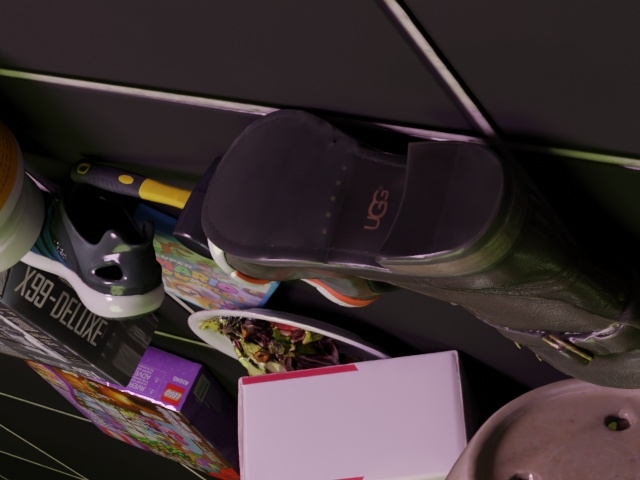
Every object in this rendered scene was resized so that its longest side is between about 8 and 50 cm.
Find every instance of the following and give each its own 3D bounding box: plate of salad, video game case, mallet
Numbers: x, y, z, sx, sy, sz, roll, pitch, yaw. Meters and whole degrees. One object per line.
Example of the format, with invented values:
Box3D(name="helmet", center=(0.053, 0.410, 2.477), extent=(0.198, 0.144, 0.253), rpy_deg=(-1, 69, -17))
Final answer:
Box3D(name="plate of salad", center=(-0.014, 0.101, 1.341), extent=(0.200, 0.048, 0.200), rpy_deg=(16, 164, 5))
Box3D(name="video game case", center=(-0.096, 0.023, 1.302), extent=(0.119, 0.015, 0.166), rpy_deg=(26, 162, -3))
Box3D(name="mallet", center=(-0.105, -0.041, 1.110), extent=(0.039, 0.062, 0.190), rpy_deg=(40, 172, -38))

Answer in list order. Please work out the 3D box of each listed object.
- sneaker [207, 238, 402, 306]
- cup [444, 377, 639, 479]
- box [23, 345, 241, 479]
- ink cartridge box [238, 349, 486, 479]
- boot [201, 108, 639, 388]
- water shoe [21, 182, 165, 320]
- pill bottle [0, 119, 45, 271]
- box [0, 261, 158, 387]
Box3D(name="sneaker", center=(0.000, 0.000, 1.035), extent=(0.065, 0.061, 0.158), rpy_deg=(-12, 161, 43))
Box3D(name="cup", center=(0.192, 0.231, 1.118), extent=(0.331, 0.331, 0.237), rpy_deg=(13, 133, 32))
Box3D(name="box", center=(-0.183, 0.173, 1.785), extent=(0.201, 0.057, 0.293), rpy_deg=(18, 162, 21))
Box3D(name="ink cartridge box", center=(0.047, 0.180, 1.333), extent=(0.172, 0.100, 0.237), rpy_deg=(-8, 155, 10))
Box3D(name="boot", center=(0.080, 0.021, 0.951), extent=(0.263, 0.091, 0.229), rpy_deg=(12, 165, 47))
Box3D(name="water shoe", center=(-0.175, -0.013, 1.239), extent=(0.073, 0.080, 0.203), rpy_deg=(-15, -149, -37))
Box3D(name="pill bottle", center=(-0.274, -0.057, 1.131), extent=(0.117, 0.117, 0.208), rpy_deg=(15, 160, 28))
Box3D(name="box", center=(-0.335, 0.027, 1.530), extent=(0.307, 0.076, 0.242), rpy_deg=(9, 157, 41))
